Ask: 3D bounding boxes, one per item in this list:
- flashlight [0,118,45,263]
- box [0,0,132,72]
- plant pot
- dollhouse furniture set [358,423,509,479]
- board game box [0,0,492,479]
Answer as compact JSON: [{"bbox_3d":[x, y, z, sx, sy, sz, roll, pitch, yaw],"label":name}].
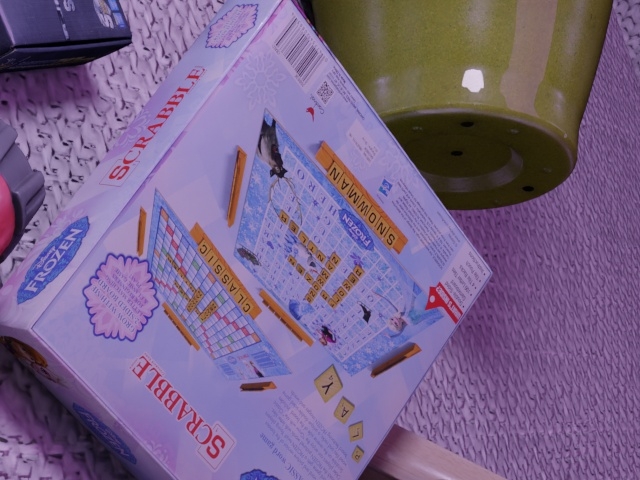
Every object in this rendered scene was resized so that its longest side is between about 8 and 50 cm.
[{"bbox_3d":[-0.260,0.024,1.099,0.103,0.103,0.304,37,29,-4],"label":"flashlight"},{"bbox_3d":[-0.242,-0.242,1.414,0.183,0.059,0.232,-18,87,-65],"label":"box"},{"bbox_3d":[0.143,-0.231,1.934,0.366,0.366,0.353,35,52,-52],"label":"plant pot"},{"bbox_3d":[0.015,0.328,1.459,0.355,0.174,0.303,-52,158,-33],"label":"dollhouse furniture set"},{"bbox_3d":[-0.046,0.039,1.386,0.318,0.066,0.318,-54,126,-23],"label":"board game box"}]
